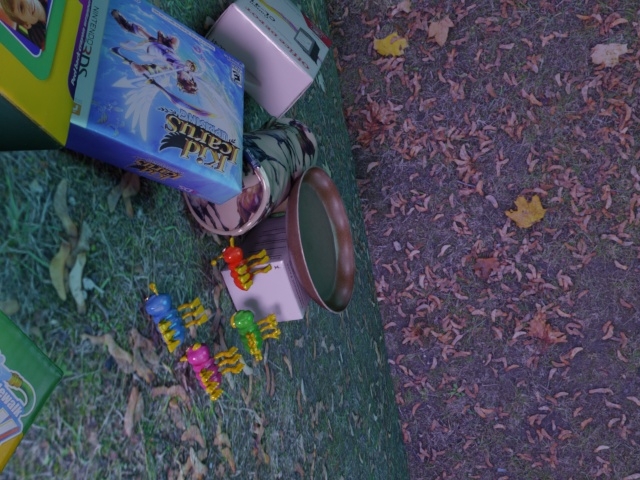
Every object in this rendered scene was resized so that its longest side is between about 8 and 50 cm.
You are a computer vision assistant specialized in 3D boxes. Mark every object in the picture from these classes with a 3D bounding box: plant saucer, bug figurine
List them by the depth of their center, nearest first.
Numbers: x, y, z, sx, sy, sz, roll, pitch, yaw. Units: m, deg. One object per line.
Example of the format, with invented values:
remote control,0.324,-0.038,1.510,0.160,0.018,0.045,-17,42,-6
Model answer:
bug figurine,-0.170,0.127,0.803,0.279,0.072,0.216,-39,114,-57
plant saucer,0.000,0.000,1.021,0.310,0.050,0.311,-10,90,-70

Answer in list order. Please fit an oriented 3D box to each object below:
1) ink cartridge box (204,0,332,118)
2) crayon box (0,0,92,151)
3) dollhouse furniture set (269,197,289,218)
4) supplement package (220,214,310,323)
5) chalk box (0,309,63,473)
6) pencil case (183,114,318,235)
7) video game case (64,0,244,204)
ink cartridge box,-0.109,-0.447,1.116,0.226,0.131,0.306,39,32,-18
crayon box,-0.314,-0.307,0.397,0.313,0.106,0.363,76,13,-72
dollhouse furniture set,-0.042,-0.045,1.224,0.123,0.151,0.144,30,55,-69
supplement package,-0.090,0.053,1.039,0.244,0.133,0.139,-65,141,-62
chalk box,-0.296,0.092,0.261,0.289,0.180,0.179,-76,152,-50
pencil case,-0.124,-0.158,0.998,0.410,0.159,0.184,-56,139,-66
video game case,-0.227,-0.207,0.684,0.269,0.061,0.245,20,59,-43
